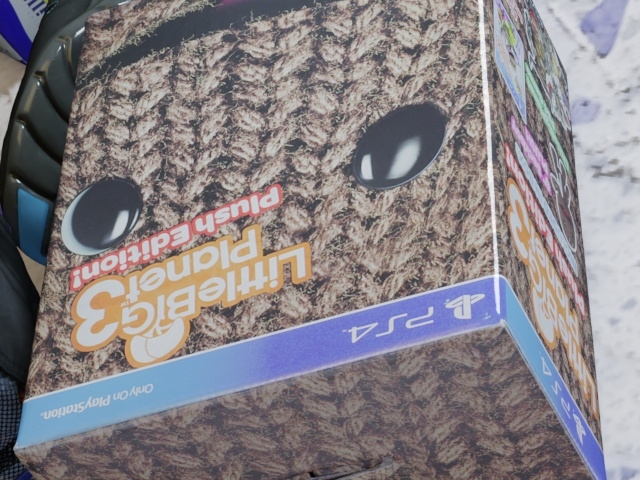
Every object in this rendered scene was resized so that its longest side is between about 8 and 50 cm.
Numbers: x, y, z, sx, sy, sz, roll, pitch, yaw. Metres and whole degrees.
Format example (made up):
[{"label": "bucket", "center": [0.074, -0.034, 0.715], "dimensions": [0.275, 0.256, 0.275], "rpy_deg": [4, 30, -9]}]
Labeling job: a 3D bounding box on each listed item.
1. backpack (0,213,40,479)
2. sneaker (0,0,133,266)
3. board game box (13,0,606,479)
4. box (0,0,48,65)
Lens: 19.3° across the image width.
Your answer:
[{"label": "backpack", "center": [-0.255, 0.098, 0.982], "dimensions": [0.263, 0.213, 0.276], "rpy_deg": [-40, 30, -1]}, {"label": "sneaker", "center": [-0.119, -0.119, 1.181], "dimensions": [0.139, 0.125, 0.341], "rpy_deg": [-30, 35, 54]}, {"label": "board game box", "center": [0.000, 0.000, 0.924], "dimensions": [0.232, 0.141, 0.291], "rpy_deg": [-16, 45, 18]}, {"label": "box", "center": [-0.207, -0.207, 1.334], "dimensions": [0.137, 0.072, 0.126], "rpy_deg": [-48, 41, -11]}]
